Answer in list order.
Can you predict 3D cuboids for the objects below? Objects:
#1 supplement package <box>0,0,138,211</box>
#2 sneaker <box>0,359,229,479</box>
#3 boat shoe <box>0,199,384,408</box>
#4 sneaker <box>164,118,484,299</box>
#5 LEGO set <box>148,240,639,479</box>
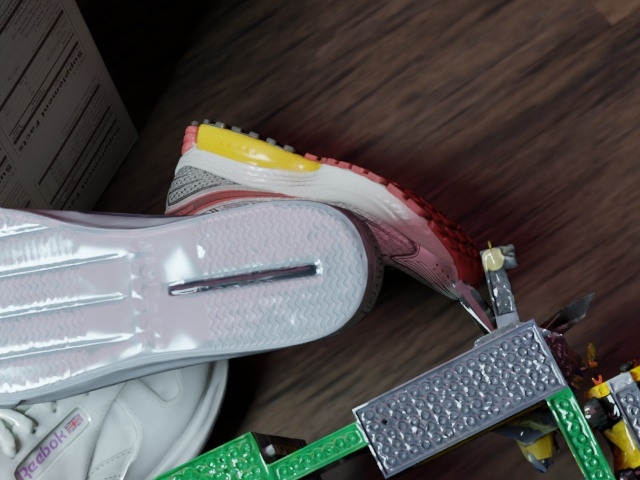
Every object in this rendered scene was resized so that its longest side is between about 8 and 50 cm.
[{"bbox_3d":[-0.269,-0.084,1.108,0.199,0.263,0.198,25,71,17],"label":"supplement package"},{"bbox_3d":[-0.157,0.114,1.015,0.114,0.152,0.305,19,74,35],"label":"sneaker"},{"bbox_3d":[-0.111,0.036,0.962,0.302,0.094,0.109,-3,80,11],"label":"boat shoe"},{"bbox_3d":[0.000,0.000,1.080,0.225,0.088,0.093,18,84,36],"label":"sneaker"},{"bbox_3d":[0.044,0.177,0.909,0.331,0.192,0.255,-34,79,3],"label":"LEGO set"}]
